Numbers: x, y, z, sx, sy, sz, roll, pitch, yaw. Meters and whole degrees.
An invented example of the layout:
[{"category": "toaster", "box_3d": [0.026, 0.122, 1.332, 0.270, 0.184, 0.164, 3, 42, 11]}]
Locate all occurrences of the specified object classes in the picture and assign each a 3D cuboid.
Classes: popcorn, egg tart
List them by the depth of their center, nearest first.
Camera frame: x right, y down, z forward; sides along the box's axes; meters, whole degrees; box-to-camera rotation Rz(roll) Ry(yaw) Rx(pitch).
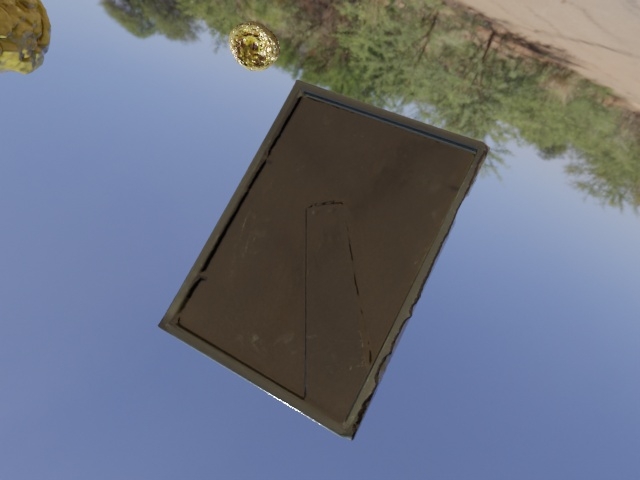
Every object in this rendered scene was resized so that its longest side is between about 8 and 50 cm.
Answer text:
[{"category": "popcorn", "box_3d": [-0.611, -0.385, 0.842, 0.203, 0.226, 0.200, 44, 172, 0]}, {"category": "egg tart", "box_3d": [-0.162, -0.488, 1.196, 0.129, 0.128, 0.049, 18, -135, -13]}]

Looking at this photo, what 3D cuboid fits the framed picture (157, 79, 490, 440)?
[{"category": "framed picture", "box_3d": [0.000, 0.000, 0.453, 0.213, 0.289, 0.016, 24, 171, 19]}]
